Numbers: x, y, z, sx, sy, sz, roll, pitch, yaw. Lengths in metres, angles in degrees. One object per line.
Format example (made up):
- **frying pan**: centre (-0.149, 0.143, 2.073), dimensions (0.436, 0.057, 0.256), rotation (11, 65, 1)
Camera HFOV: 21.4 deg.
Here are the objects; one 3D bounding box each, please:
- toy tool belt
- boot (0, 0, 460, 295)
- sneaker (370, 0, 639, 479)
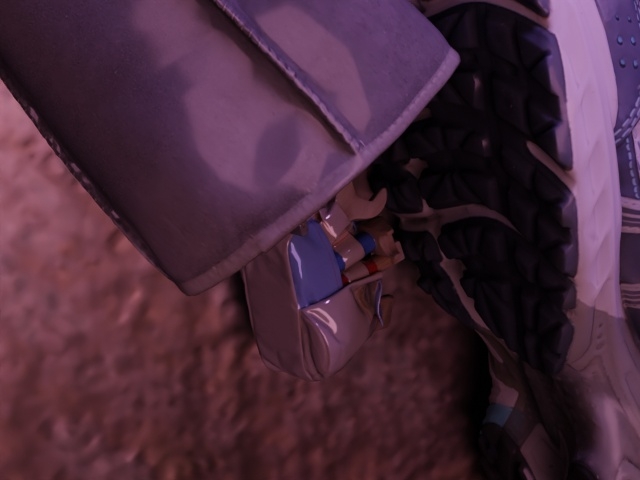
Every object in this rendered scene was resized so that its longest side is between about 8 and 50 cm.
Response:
- **toy tool belt**: centre (0.000, 0.000, 0.538), dimensions (0.051, 0.052, 0.083), rotation (-31, 120, -38)
- **boot**: centre (-0.039, -0.115, 0.439), dimensions (0.189, 0.076, 0.208), rotation (-43, 97, 14)
- **sneaker**: centre (0.099, -0.001, 0.551), dimensions (0.122, 0.110, 0.283), rotation (-31, 123, -22)
